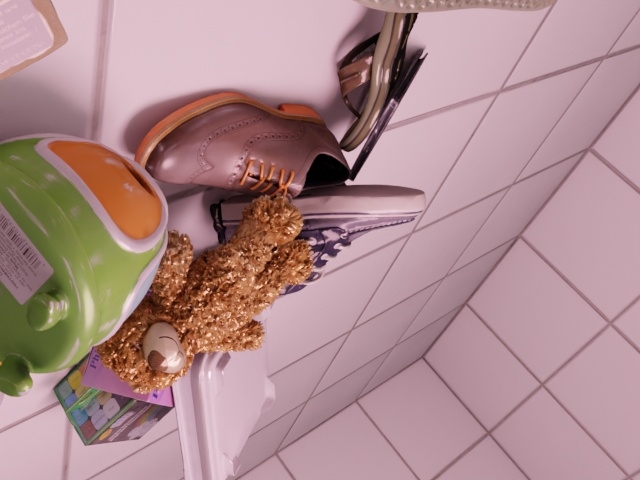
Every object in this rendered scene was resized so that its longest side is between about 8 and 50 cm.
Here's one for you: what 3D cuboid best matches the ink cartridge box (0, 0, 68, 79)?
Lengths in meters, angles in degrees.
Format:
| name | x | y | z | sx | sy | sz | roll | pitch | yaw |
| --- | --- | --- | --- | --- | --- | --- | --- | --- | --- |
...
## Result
| name | x | y | z | sx | sy | sz | roll | pitch | yaw |
| --- | --- | --- | --- | --- | --- | --- | --- | --- | --- |
| ink cartridge box | -0.295 | -0.165 | 0.389 | 0.193 | 0.234 | 0.088 | -35 | 157 | -16 |

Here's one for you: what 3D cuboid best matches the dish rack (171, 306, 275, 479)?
| name | x | y | z | sx | sy | sz | roll | pitch | yaw |
| --- | --- | --- | --- | --- | --- | --- | --- | --- | --- |
| dish rack | -0.149 | 0.245 | 1.158 | 0.285 | 0.072 | 0.332 | -57 | 152 | -54 |

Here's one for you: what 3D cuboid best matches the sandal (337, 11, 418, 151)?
| name | x | y | z | sx | sy | sz | roll | pitch | yaw |
| --- | --- | --- | --- | --- | --- | --- | --- | --- | --- |
| sandal | 0.076 | -0.269 | 1.008 | 0.120 | 0.086 | 0.302 | -62 | 172 | -47 |

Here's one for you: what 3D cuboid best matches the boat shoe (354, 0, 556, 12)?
| name | x | y | z | sx | sy | sz | roll | pitch | yaw |
| --- | --- | --- | --- | --- | --- | --- | --- | --- | --- |
| boat shoe | 0.133 | -0.382 | 0.799 | 0.500 | 0.156 | 0.186 | -10 | 145 | -40 |

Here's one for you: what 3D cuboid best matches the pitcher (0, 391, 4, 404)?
| name | x | y | z | sx | sy | sz | roll | pitch | yaw |
| --- | --- | --- | --- | --- | --- | --- | --- | --- | --- |
| pitcher | -0.515 | 0.184 | 0.867 | 0.178 | 0.125 | 0.207 | -13 | 159 | -23 |

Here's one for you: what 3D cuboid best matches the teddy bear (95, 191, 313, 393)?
| name | x | y | z | sx | sy | sz | roll | pitch | yaw |
| --- | --- | --- | --- | --- | --- | --- | --- | --- | --- |
| teddy bear | -0.142 | 0.078 | 0.922 | 0.338 | 0.113 | 0.245 | -24 | 138 | -32 |

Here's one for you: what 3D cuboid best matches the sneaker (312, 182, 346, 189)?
| name | x | y | z | sx | sy | sz | roll | pitch | yaw |
| --- | --- | --- | --- | --- | --- | --- | --- | --- | --- |
| sneaker | -0.063 | -0.022 | 1.185 | 0.286 | 0.130 | 0.109 | -48 | 159 | 21 |

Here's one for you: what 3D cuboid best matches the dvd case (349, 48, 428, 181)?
| name | x | y | z | sx | sy | sz | roll | pitch | yaw |
| --- | --- | --- | --- | --- | --- | --- | --- | --- | --- |
| dvd case | 0.114 | -0.214 | 1.129 | 0.164 | 0.018 | 0.221 | -60 | 179 | 40 |

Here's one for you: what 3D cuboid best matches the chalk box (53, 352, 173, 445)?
| name | x | y | z | sx | sy | sz | roll | pitch | yaw |
| --- | --- | --- | --- | --- | --- | --- | --- | --- | --- |
| chalk box | -0.382 | 0.281 | 1.234 | 0.132 | 0.132 | 0.213 | -42 | 158 | 6 |

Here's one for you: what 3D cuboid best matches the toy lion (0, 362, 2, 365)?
| name | x | y | z | sx | sy | sz | roll | pitch | yaw |
| --- | --- | --- | --- | --- | --- | --- | --- | --- | --- |
| toy lion | -0.459 | 0.158 | 1.013 | 0.096 | 0.034 | 0.100 | -20 | 151 | -27 |

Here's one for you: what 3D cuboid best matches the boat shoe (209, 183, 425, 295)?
| name | x | y | z | sx | sy | sz | roll | pitch | yaw |
| --- | --- | --- | --- | --- | --- | --- | --- | --- | --- |
| boat shoe | 0.000 | 0.000 | 1.083 | 0.341 | 0.158 | 0.127 | -3 | -167 | 9 |

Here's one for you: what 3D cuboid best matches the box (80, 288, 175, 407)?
| name | x | y | z | sx | sy | sz | roll | pitch | yaw |
| --- | --- | --- | --- | --- | --- | --- | --- | --- | --- |
| box | -0.247 | 0.156 | 1.098 | 0.243 | 0.117 | 0.213 | 56 | 47 | -68 |

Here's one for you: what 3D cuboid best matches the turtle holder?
| name | x | y | z | sx | sy | sz | roll | pitch | yaw |
| --- | --- | --- | --- | --- | --- | --- | --- | --- | --- |
| turtle holder | -0.299 | 0.029 | 0.751 | 0.227 | 0.243 | 0.320 | -41 | 156 | -50 |

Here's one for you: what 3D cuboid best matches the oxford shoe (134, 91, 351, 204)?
| name | x | y | z | sx | sy | sz | roll | pitch | yaw |
| --- | --- | --- | --- | --- | --- | --- | --- | --- | --- |
| oxford shoe | -0.088 | -0.120 | 0.950 | 0.364 | 0.132 | 0.130 | -15 | 147 | -47 |
